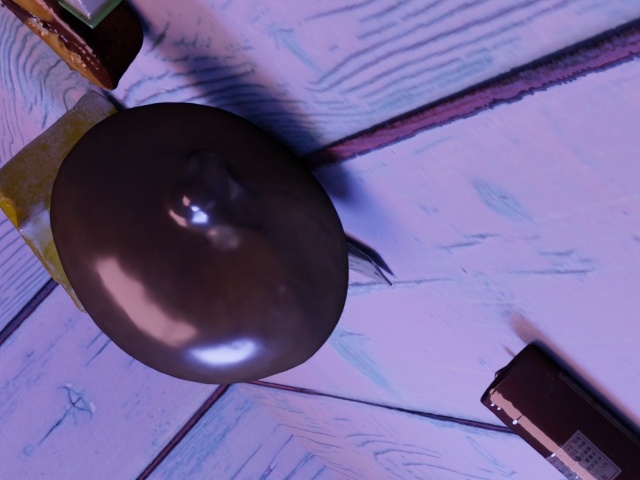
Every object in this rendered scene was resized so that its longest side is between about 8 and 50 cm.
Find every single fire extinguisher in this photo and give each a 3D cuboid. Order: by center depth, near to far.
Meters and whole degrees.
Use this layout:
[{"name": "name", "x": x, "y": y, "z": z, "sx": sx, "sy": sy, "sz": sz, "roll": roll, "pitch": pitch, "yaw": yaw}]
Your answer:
[{"name": "fire extinguisher", "x": 0.253, "y": 0.184, "z": 1.538, "sx": 0.231, "sy": 0.071, "sz": 0.099, "roll": 41, "pitch": 141, "yaw": 6}]

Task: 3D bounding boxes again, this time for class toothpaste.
[{"name": "toothpaste", "x": 0.000, "y": 0.000, "z": 1.803, "sx": 0.197, "sy": 0.029, "sz": 0.048, "roll": 28, "pitch": 165, "yaw": 43}]

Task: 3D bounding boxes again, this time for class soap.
[{"name": "soap", "x": -0.286, "y": -0.044, "z": 2.199, "sx": 0.091, "sy": 0.199, "sz": 0.315, "roll": 43, "pitch": 171, "yaw": 21}]

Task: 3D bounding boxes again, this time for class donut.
[{"name": "donut", "x": -0.246, "y": -0.226, "z": 1.677, "sx": 0.184, "sy": 0.073, "sz": 0.166, "roll": 43, "pitch": 168, "yaw": -7}]

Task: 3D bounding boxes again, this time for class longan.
[{"name": "longan", "x": -0.109, "y": -0.001, "z": 1.629, "sx": 0.300, "sy": 0.243, "sz": 0.300, "roll": 18, "pitch": 154, "yaw": 9}]

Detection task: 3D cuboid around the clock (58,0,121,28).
[{"name": "clock", "x": -0.275, "y": -0.295, "z": 1.424, "sx": 0.220, "sy": 0.106, "sz": 0.255, "roll": 37, "pitch": 168, "yaw": 25}]

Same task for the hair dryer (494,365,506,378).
[{"name": "hair dryer", "x": 0.221, "y": 0.176, "z": 1.645, "sx": 0.154, "sy": 0.054, "sz": 0.106, "roll": 51, "pitch": 174, "yaw": 8}]
